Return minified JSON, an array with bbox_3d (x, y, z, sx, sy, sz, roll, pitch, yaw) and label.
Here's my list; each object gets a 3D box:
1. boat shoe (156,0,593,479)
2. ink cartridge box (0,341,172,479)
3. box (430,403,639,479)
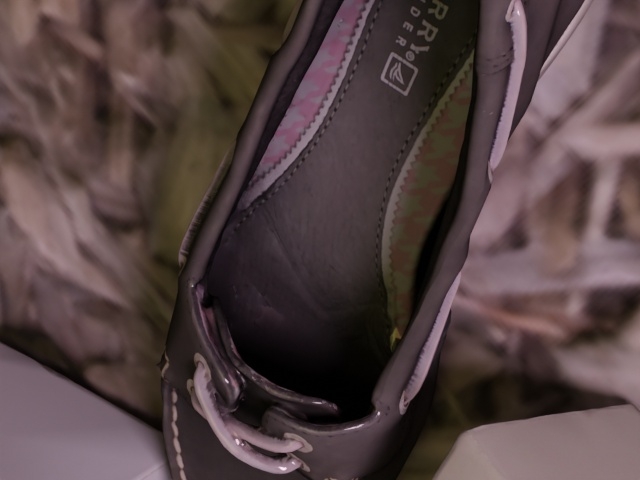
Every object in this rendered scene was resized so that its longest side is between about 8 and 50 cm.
[{"bbox_3d":[0.000,0.000,0.617,0.112,0.095,0.335,31,121,16],"label":"boat shoe"},{"bbox_3d":[-0.240,0.228,0.668,0.160,0.384,0.279,27,119,22],"label":"ink cartridge box"},{"bbox_3d":[0.129,0.186,0.552,0.275,0.094,0.113,53,130,34],"label":"box"}]
